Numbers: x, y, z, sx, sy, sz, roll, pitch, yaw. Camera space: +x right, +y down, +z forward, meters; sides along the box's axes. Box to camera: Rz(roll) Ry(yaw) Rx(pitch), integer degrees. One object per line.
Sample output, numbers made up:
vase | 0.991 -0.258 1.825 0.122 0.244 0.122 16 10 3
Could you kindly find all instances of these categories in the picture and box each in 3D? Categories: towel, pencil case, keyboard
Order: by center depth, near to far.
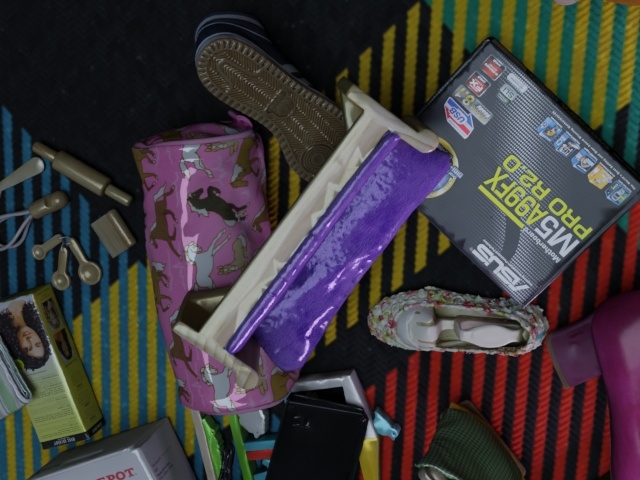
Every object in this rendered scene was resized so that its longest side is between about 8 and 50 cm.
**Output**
pencil case | -0.134 0.030 1.394 0.160 0.167 0.386 -1 106 34
keyboard | -0.063 0.356 1.475 0.202 0.033 0.317 12 107 -9
towel | -0.487 0.209 1.567 0.152 0.023 0.113 -31 87 46

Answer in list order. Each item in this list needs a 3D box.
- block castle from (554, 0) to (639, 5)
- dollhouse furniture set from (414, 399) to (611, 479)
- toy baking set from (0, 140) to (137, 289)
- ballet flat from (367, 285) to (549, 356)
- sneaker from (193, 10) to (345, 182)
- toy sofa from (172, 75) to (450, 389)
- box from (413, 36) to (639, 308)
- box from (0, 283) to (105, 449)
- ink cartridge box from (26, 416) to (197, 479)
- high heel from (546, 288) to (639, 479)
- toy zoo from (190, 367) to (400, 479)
block castle | 0.477 -0.370 1.106 0.453 0.213 0.303 15 119 18
dollhouse furniture set | 0.283 0.323 1.336 0.151 0.197 0.301 -38 93 22
toy baking set | -0.386 -0.038 1.510 0.256 0.030 0.196 34 110 4
ballet flat | 0.173 0.109 1.375 0.241 0.077 0.091 -2 104 16
sneaker | -0.052 -0.186 1.357 0.099 0.153 0.282 -43 122 13
toy sofa | 0.000 0.000 1.241 0.177 0.150 0.362 36 98 -9
box | 0.233 -0.084 1.318 0.270 0.060 0.216 44 110 1
box | -0.403 0.187 1.558 0.087 0.058 0.232 -17 100 19
ink cartridge box | -0.270 0.431 1.551 0.211 0.121 0.289 -20 98 18
high heel | 0.434 0.242 1.289 0.181 0.127 0.377 -32 92 46
toy zoo | -0.031 0.285 1.499 0.293 0.030 0.192 -8 102 17
